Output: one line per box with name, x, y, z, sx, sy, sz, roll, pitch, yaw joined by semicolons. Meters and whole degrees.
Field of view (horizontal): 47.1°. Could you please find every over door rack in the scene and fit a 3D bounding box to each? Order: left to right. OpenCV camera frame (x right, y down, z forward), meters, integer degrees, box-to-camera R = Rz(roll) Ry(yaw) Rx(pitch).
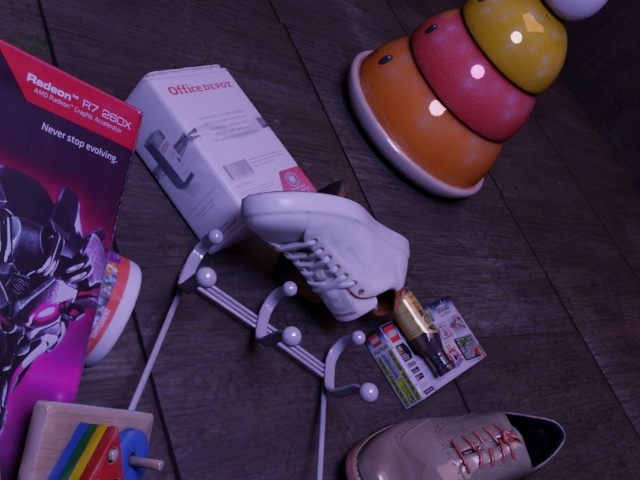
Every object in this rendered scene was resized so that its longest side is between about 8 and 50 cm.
over door rack;-0.065;0.150;0.749;0.239;0.108;0.324;37;36;-16

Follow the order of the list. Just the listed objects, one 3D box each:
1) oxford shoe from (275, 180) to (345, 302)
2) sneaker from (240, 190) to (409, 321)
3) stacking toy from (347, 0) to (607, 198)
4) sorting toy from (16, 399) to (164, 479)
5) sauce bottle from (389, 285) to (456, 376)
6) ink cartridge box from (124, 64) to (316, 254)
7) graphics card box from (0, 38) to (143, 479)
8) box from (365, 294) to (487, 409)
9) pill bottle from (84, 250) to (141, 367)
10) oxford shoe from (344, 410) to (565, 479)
oxford shoe;0.000;0.000;1.010;0.076;0.076;0.212;48;40;-26
sneaker;0.019;0.026;0.872;0.290;0.105;0.123;22;65;-47
stacking toy;0.313;-0.334;1.310;0.350;0.480;0.351;30;38;-27
sorting toy;-0.156;0.183;0.505;0.274;0.046;0.132;42;54;-65
sauce bottle;0.136;0.123;0.992;0.128;0.042;0.042;56;35;9
ink cartridge box;-0.132;-0.109;0.937;0.218;0.092;0.158;55;34;6
graphics card box;-0.270;0.036;0.486;0.232;0.094;0.371;26;68;-43
box;0.155;0.154;1.054;0.207;0.036;0.114;-13;68;-53
pill bottle;-0.266;0.028;0.639;0.193;0.108;0.108;30;39;-26
oxford shoe;0.172;0.253;0.892;0.348;0.130;0.123;4;54;-47
